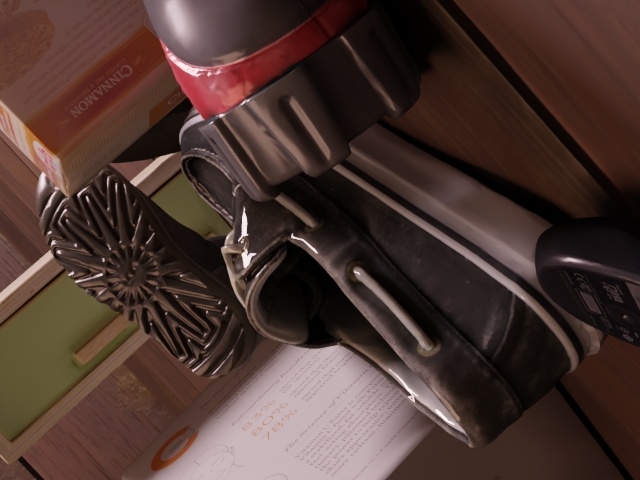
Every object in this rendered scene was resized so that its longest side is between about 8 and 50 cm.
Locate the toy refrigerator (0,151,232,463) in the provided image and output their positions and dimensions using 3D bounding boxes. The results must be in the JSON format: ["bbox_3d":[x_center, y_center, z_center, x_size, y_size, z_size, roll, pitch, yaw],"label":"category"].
[{"bbox_3d":[-0.187,0.049,0.935,0.102,0.269,0.094,51,162,-11],"label":"toy refrigerator"}]

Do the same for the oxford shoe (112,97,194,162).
[{"bbox_3d":[-0.128,-0.107,0.826,0.212,0.076,0.076,120,136,-75],"label":"oxford shoe"}]

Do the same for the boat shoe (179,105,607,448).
[{"bbox_3d":[0.000,0.000,0.638,0.335,0.119,0.121,28,155,48],"label":"boat shoe"}]

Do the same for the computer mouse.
[{"bbox_3d":[0.186,0.035,0.434,0.242,0.041,0.071,23,160,39],"label":"computer mouse"}]

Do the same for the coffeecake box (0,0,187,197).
[{"bbox_3d":[-0.153,-0.142,0.643,0.185,0.142,0.068,45,164,6],"label":"coffeecake box"}]

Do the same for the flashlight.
[{"bbox_3d":[-0.076,-0.164,0.500,0.304,0.103,0.103,55,-161,-13],"label":"flashlight"}]

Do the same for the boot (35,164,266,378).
[{"bbox_3d":[-0.072,0.009,0.773,0.189,0.076,0.208,47,-157,7],"label":"boot"}]

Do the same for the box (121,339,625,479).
[{"bbox_3d":[0.025,0.183,0.827,0.168,0.215,0.345,51,163,-16],"label":"box"}]
